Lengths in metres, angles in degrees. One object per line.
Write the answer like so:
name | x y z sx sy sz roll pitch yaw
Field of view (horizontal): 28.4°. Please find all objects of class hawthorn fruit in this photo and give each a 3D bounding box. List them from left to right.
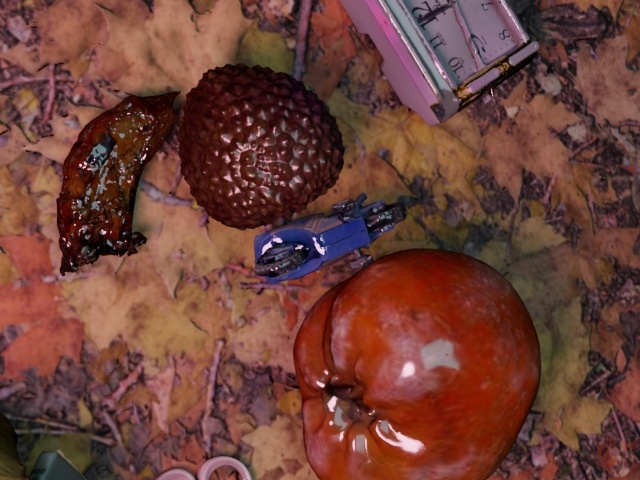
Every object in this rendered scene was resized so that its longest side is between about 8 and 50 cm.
hawthorn fruit | 0.104 0.146 1.350 0.284 0.284 0.284 5 79 -25

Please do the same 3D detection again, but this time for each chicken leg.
chicken leg | -0.221 -0.067 1.343 0.105 0.063 0.233 21 72 -26

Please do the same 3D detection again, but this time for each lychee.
lychee | -0.069 -0.106 1.357 0.188 0.188 0.188 5 79 -25

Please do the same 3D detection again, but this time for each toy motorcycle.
toy motorcycle | 0.000 0.000 1.412 0.205 0.114 0.076 -24 101 -31

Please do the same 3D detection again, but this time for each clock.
clock | 0.141 -0.279 1.542 0.186 0.083 0.253 -34 96 -26

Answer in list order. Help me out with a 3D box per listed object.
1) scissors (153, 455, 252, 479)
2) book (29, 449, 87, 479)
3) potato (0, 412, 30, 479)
scissors | -0.105 0.354 1.344 0.118 0.030 0.242 -13 83 -27
book | -0.248 0.415 1.134 0.264 0.031 0.379 60 36 -40
potato | -0.402 0.258 1.082 0.213 0.280 0.330 32 71 -20
